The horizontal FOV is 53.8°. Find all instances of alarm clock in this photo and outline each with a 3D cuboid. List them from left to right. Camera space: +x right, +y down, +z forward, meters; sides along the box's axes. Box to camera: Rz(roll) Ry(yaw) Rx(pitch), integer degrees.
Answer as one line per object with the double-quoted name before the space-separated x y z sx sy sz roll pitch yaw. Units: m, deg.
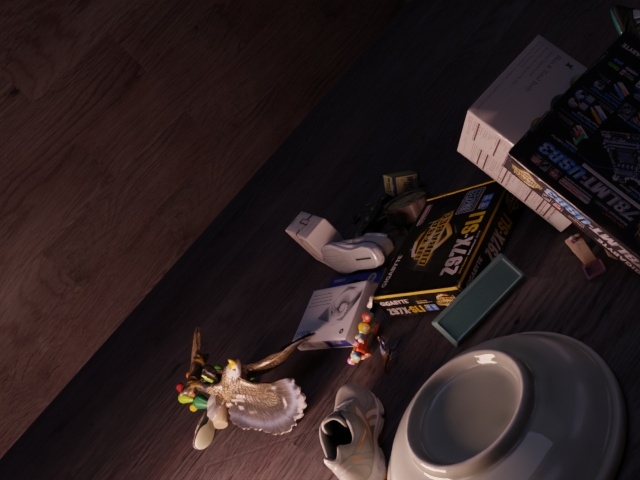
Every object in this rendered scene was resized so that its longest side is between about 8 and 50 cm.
"alarm clock" 0.251 -0.091 1.659 0.192 0.064 0.129 -19 17 38

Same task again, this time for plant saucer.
"plant saucer" 0.166 0.034 1.645 0.168 0.029 0.168 -37 21 17
"plant saucer" 0.301 0.112 1.193 0.192 0.067 0.018 -45 -13 -3
"plant saucer" 0.240 0.275 0.945 0.400 0.100 0.400 -37 22 18

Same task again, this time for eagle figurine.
"eagle figurine" -0.165 0.321 1.467 0.225 0.299 0.226 41 -128 -88

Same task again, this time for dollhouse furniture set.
"dollhouse furniture set" 0.476 -0.010 1.073 0.114 0.081 0.091 -35 23 24

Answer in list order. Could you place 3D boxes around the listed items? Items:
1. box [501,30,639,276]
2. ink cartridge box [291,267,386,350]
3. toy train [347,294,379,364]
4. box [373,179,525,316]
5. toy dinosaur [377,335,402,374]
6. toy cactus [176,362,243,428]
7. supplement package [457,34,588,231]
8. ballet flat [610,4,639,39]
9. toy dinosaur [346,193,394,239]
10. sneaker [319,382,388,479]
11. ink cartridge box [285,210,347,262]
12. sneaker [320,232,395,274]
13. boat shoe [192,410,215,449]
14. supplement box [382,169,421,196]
"box" 0.502 -0.140 1.005 0.293 0.295 0.073 -47 -16 -3
"ink cartridge box" 0.043 0.163 1.564 0.223 0.045 0.223 -17 41 51
"toy train" 0.102 0.206 1.360 0.125 0.046 0.166 107 -176 -48
"box" 0.284 0.016 1.393 0.257 0.079 0.322 -12 37 52
"toy dinosaur" 0.132 0.229 1.324 0.090 0.047 0.082 -62 3 -11
"toy cactus" -0.263 0.404 1.622 0.219 0.112 0.180 -11 42 -4
"supplement package" 0.427 -0.191 1.168 0.199 0.263 0.198 -47 -14 -5
"ballet flat" 0.742 -0.471 1.467 0.096 0.095 0.280 -17 42 33
"toy dinosaur" 0.127 -0.049 1.817 0.118 0.064 0.268 -30 22 46
"sneaker" 0.051 0.334 1.153 0.099 0.121 0.262 -39 21 13
"ink cartridge box" 0.000 0.000 1.851 0.086 0.148 0.203 -49 20 -7
"sneaker" 0.100 0.030 1.639 0.091 0.094 0.258 -35 18 -29
"boat shoe" -0.297 0.483 1.617 0.043 0.049 0.137 -21 23 24
"supplement box" 0.233 -0.164 1.810 0.083 0.056 0.083 -12 16 -14
